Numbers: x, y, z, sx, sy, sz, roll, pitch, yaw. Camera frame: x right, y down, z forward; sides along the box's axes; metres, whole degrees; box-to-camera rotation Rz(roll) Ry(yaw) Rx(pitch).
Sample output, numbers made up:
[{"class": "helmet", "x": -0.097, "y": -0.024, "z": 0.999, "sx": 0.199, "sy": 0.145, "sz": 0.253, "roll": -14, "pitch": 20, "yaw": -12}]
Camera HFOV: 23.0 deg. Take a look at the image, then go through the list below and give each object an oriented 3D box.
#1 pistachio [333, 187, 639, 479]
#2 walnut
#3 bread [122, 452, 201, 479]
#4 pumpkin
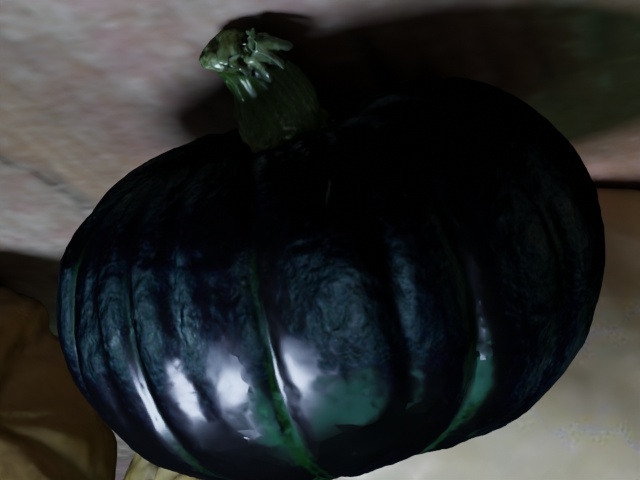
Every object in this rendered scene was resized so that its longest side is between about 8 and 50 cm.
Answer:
[{"class": "pistachio", "x": 0.097, "y": 0.063, "z": 0.735, "sx": 0.299, "sy": 0.187, "sz": 0.187, "roll": 6, "pitch": 161, "yaw": -11}, {"class": "walnut", "x": -0.205, "y": 0.114, "z": 0.784, "sx": 0.213, "sy": 0.213, "sz": 0.213, "roll": -4, "pitch": 163, "yaw": -1}, {"class": "bread", "x": -0.014, "y": 0.141, "z": 1.006, "sx": 0.244, "sy": 0.134, "sz": 0.244, "roll": -7, "pitch": 163, "yaw": -2}, {"class": "pumpkin", "x": 0.004, "y": 0.013, "z": 0.555, "sx": 0.194, "sy": 0.150, "sz": 0.194, "roll": 4, "pitch": 171, "yaw": 1}]
